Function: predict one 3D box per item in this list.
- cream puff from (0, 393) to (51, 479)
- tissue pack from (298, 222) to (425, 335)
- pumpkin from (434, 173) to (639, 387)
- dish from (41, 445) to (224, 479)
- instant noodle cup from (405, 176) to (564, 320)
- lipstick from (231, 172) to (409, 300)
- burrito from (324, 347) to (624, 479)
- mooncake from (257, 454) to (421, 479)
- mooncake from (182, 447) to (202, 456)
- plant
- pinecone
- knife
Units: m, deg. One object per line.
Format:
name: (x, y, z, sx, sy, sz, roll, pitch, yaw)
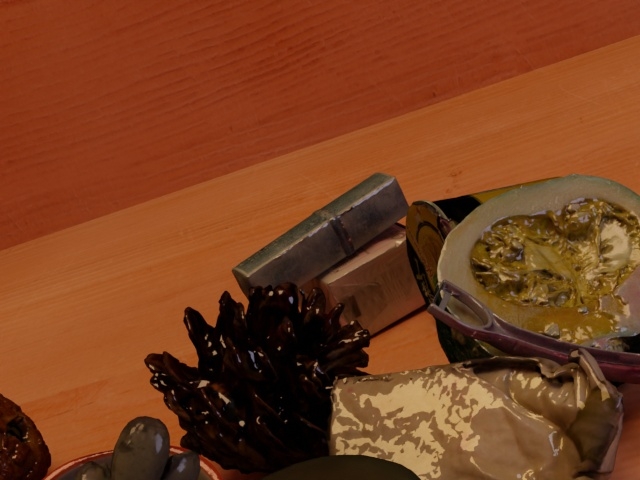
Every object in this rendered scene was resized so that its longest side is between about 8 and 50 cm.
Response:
cream puff: (-0.559, 0.324, 1.910, 0.303, 0.212, 0.303, -23, 20, 9)
tissue pack: (0.066, 0.054, 2.109, 0.185, 0.124, 0.225, -27, 18, -14)
pumpkin: (0.282, 0.090, 1.598, 0.293, 0.197, 0.263, -16, 52, -8)
dish: (-0.206, 0.356, 1.451, 0.256, 0.117, 0.256, -1, 46, 1)
instant noodle cup: (0.267, 0.007, 1.907, 0.236, 0.215, 0.215, -19, 16, -16)
lipstick: (0.000, 0.000, 2.024, 0.289, 0.076, 0.077, -33, 23, -16)
burrito: (0.171, 0.231, 1.405, 0.332, 0.135, 0.190, -10, 52, 24)
mooncake: (-0.020, 0.361, 1.133, 0.356, 0.194, 0.356, -26, 21, 11)
mooncake: (-0.209, 0.335, 1.631, 0.175, 0.104, 0.168, -24, 20, 0)
plant: (-0.211, 0.305, 1.309, 0.149, 0.146, 0.274, 24, 49, 8)
pinecone: (-0.068, 0.175, 1.690, 0.296, 0.242, 0.298, -17, -4, 10)
knife: (0.255, 0.109, 1.436, 0.278, 0.053, 0.123, 17, 21, 9)
